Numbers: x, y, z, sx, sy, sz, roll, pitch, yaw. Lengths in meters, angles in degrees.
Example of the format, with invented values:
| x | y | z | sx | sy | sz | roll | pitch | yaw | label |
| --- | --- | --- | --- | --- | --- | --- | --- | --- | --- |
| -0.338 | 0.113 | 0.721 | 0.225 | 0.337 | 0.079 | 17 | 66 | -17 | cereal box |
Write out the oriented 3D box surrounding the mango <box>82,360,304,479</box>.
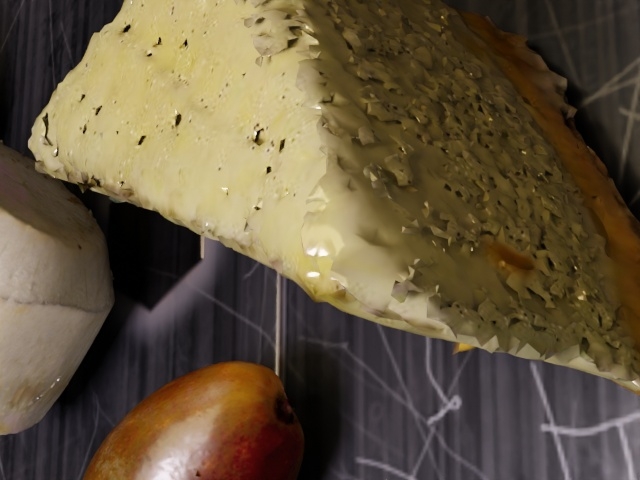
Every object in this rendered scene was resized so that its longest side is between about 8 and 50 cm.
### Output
| x | y | z | sx | sy | sz | roll | pitch | yaw | label |
| --- | --- | --- | --- | --- | --- | --- | --- | --- | --- |
| -0.102 | 0.194 | 0.789 | 0.133 | 0.111 | 0.268 | 27 | 97 | 3 | mango |

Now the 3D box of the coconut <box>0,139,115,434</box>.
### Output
| x | y | z | sx | sy | sz | roll | pitch | yaw | label |
| --- | --- | --- | --- | --- | --- | --- | --- | --- | --- |
| -0.283 | 0.045 | 0.930 | 0.241 | 0.241 | 0.241 | -12 | 71 | 39 | coconut |

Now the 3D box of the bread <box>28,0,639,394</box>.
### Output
| x | y | z | sx | sy | sz | roll | pitch | yaw | label |
| --- | --- | --- | --- | --- | --- | --- | --- | --- | --- |
| 0.000 | 0.000 | 0.669 | 0.279 | 0.248 | 0.315 | -40 | 42 | 33 | bread |
